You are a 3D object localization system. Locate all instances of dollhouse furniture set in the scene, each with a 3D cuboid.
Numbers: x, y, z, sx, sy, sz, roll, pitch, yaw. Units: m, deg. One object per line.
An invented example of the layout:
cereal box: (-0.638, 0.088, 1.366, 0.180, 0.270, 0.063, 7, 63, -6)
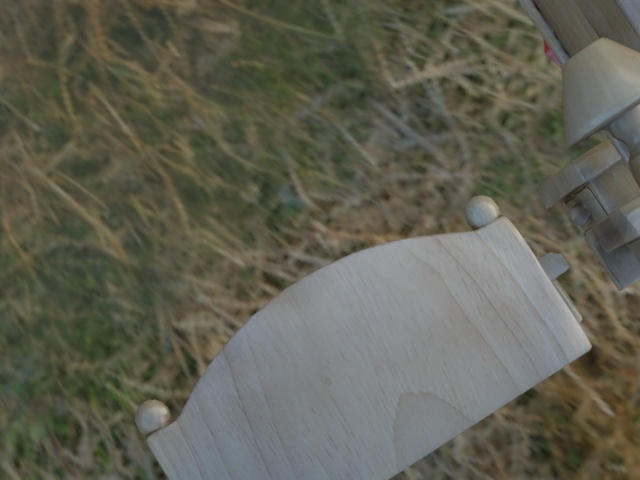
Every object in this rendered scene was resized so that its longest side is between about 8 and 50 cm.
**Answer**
dollhouse furniture set: (0.000, 0.000, 0.769, 0.355, 0.303, 0.174, -31, 86, -8)

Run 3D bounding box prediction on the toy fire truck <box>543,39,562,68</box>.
toy fire truck: (0.268, -0.166, 1.393, 0.135, 0.047, 0.192, 35, 126, -30)
